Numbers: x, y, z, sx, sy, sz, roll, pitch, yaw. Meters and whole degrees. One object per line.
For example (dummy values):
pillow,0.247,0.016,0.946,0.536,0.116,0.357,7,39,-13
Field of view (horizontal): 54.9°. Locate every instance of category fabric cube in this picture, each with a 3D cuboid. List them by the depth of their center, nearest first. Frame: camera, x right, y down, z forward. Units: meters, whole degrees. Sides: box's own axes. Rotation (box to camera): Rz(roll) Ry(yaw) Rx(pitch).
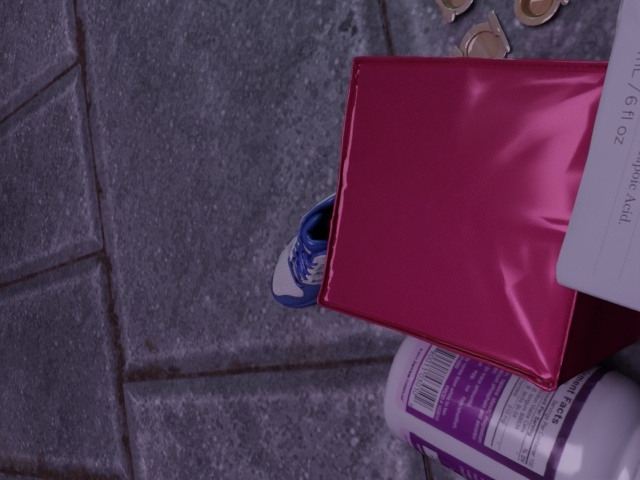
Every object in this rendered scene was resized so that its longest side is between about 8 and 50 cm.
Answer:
fabric cube,0.186,-0.030,0.620,0.254,0.258,0.259,16,102,38

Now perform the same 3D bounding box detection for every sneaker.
sneaker,0.000,0.000,0.867,0.296,0.131,0.112,-45,66,34

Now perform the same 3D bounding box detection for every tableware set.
tableware set,0.213,-0.291,0.744,0.168,0.020,0.141,-35,69,36

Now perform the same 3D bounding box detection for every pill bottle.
pill bottle,0.230,0.196,0.649,0.301,0.169,0.169,20,104,39

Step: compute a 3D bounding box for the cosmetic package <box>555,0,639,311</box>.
cosmetic package,0.342,-0.020,0.302,0.385,0.156,0.217,21,103,55
